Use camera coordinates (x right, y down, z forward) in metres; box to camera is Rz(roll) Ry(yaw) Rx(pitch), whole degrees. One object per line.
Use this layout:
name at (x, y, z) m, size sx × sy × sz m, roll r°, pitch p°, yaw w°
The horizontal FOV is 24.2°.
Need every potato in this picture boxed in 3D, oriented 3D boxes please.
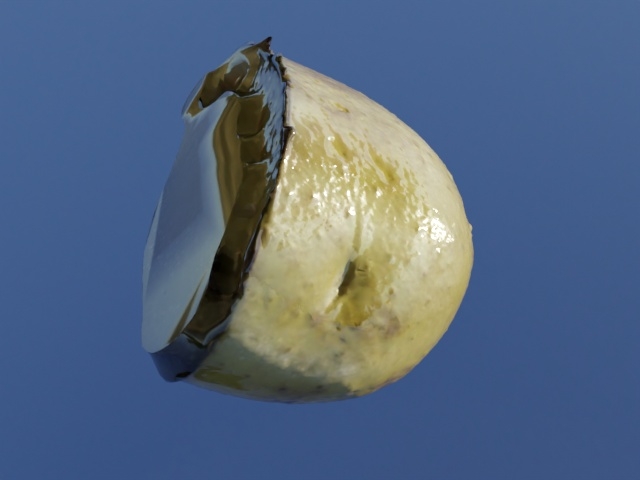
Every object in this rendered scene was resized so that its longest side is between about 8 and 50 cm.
potato at (0.000, 0.000, 1.078) m, size 0.242 × 0.242 × 0.285 m, roll -16°, pitch -148°, yaw 5°
